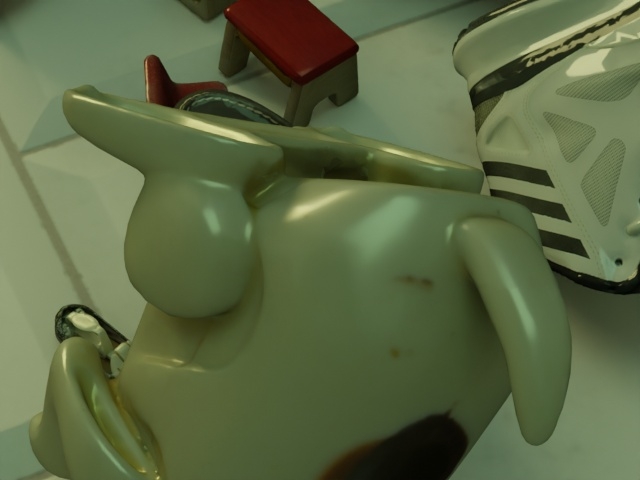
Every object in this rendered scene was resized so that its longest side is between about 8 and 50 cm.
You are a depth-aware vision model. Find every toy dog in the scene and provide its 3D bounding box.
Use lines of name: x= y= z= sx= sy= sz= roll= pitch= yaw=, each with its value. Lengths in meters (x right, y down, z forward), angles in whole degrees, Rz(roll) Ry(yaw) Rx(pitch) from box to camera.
toy dog: x=-0.007 y=0.143 z=1.259 sx=0.395 sy=0.408 sz=0.284 roll=20 pitch=11 yaw=37

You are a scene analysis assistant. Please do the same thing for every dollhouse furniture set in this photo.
dollhouse furniture set: x=-0.160 y=-0.228 z=1.636 sx=0.201 sy=0.152 sz=0.374 roll=-34 pitch=62 yaw=-24

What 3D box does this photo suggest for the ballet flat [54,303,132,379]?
ballet flat: x=-0.156 y=0.084 z=1.476 sx=0.114 sy=0.041 sz=0.041 roll=35 pitch=60 yaw=22

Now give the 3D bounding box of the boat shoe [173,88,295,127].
boat shoe: x=0.000 y=0.000 z=1.473 sx=0.112 sy=0.095 sz=0.335 roll=-31 pitch=71 yaw=-19

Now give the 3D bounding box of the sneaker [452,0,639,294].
sneaker: x=0.303 y=-0.095 z=1.439 sx=0.169 sy=0.447 sz=0.257 roll=6 pitch=69 yaw=-45
